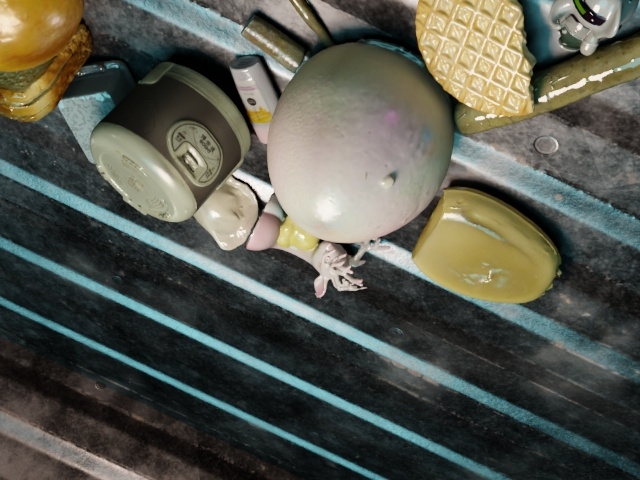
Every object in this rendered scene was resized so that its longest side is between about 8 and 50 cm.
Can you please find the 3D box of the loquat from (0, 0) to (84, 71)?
[{"bbox_3d":[-0.576,-0.495,1.453,0.360,0.328,0.328,-28,132,-7],"label":"loquat"}]

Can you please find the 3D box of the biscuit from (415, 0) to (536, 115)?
[{"bbox_3d":[0.257,-0.353,1.321,0.205,0.040,0.308,5,124,33],"label":"biscuit"}]

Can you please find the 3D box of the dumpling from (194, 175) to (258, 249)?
[{"bbox_3d":[-0.242,-0.096,1.880,0.151,0.124,0.229,-38,91,8],"label":"dumpling"}]

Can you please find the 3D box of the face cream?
[{"bbox_3d":[-0.126,-0.291,1.631,0.084,0.057,0.198,2,136,27],"label":"face cream"}]

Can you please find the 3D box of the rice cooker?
[{"bbox_3d":[-0.309,-0.207,1.650,0.288,0.277,0.288,30,153,17],"label":"rice cooker"}]

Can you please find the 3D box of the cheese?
[{"bbox_3d":[0.368,0.028,1.688,0.316,0.128,0.259,23,140,-2],"label":"cheese"}]

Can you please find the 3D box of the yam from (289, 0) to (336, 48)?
[{"bbox_3d":[-0.035,-0.436,1.442,0.029,0.027,0.234,-35,119,14],"label":"yam"}]

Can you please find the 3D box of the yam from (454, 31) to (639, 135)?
[{"bbox_3d":[0.406,-0.268,1.363,0.372,0.083,0.083,-14,128,40],"label":"yam"}]

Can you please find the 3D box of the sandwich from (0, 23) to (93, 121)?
[{"bbox_3d":[-0.660,-0.389,1.646,0.289,0.254,0.099,19,152,10],"label":"sandwich"}]

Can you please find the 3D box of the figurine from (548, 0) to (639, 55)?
[{"bbox_3d":[0.427,-0.366,1.205,0.126,0.147,0.192,10,163,-11],"label":"figurine"}]

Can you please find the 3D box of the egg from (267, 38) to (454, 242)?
[{"bbox_3d":[0.058,-0.145,1.471,0.355,0.339,0.354,15,144,11],"label":"egg"}]

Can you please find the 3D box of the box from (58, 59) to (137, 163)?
[{"bbox_3d":[-0.485,-0.286,1.767,0.162,0.130,0.227,-7,135,13],"label":"box"}]

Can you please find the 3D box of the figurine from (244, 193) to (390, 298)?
[{"bbox_3d":[-0.005,0.013,1.817,0.316,0.206,0.284,23,153,-6],"label":"figurine"}]

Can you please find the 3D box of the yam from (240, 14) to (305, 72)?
[{"bbox_3d":[-0.090,-0.384,1.511,0.132,0.054,0.054,34,141,-10],"label":"yam"}]
